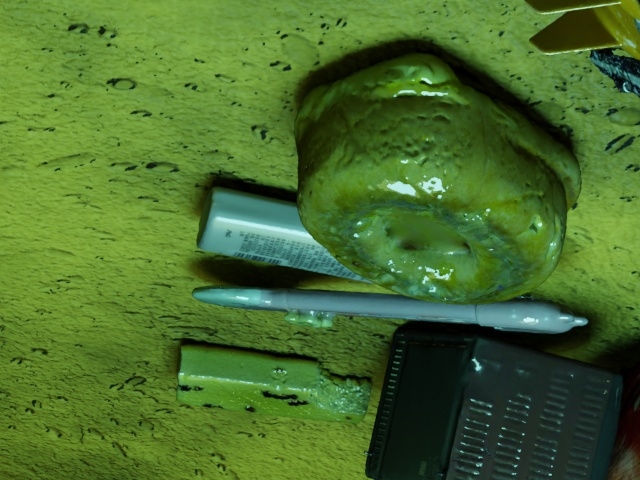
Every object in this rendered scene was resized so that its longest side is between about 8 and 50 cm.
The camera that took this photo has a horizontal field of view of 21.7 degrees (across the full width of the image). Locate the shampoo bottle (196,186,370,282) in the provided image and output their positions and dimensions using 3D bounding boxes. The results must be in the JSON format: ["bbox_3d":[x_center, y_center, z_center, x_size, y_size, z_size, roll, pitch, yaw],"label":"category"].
[{"bbox_3d":[0.000,0.000,1.586,0.227,0.056,0.086,11,158,-9],"label":"shampoo bottle"}]

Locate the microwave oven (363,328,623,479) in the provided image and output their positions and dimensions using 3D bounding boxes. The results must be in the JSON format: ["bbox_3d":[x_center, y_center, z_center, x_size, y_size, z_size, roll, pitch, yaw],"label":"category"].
[{"bbox_3d":[0.177,0.196,1.709,0.188,0.178,0.247,18,173,-17],"label":"microwave oven"}]

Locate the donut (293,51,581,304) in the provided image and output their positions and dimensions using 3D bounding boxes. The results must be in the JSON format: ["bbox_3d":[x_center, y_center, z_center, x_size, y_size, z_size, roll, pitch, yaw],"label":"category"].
[{"bbox_3d":[0.092,-0.041,1.426,0.261,0.128,0.208,29,144,-33],"label":"donut"}]

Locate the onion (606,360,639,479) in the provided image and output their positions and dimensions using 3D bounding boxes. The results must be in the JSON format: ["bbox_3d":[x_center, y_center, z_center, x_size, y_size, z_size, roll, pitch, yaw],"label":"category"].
[{"bbox_3d":[0.422,0.279,1.712,0.341,0.341,0.341,4,151,2],"label":"onion"}]

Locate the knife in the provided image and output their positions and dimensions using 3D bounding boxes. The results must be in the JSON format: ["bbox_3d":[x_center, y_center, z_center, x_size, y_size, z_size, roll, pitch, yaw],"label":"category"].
[{"bbox_3d":[0.059,0.069,1.630,0.398,0.038,0.132,1,175,28],"label":"knife"}]

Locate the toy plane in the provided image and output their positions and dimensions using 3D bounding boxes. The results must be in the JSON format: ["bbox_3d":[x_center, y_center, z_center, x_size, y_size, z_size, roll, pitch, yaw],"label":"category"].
[{"bbox_3d":[0.286,-0.105,1.160,0.316,0.103,0.204,41,165,28],"label":"toy plane"}]

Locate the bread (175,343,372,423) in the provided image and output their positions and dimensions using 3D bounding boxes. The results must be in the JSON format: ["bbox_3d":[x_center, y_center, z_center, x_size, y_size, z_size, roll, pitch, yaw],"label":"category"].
[{"bbox_3d":[-0.052,0.164,1.895,0.226,0.049,0.088,7,151,-4],"label":"bread"}]
